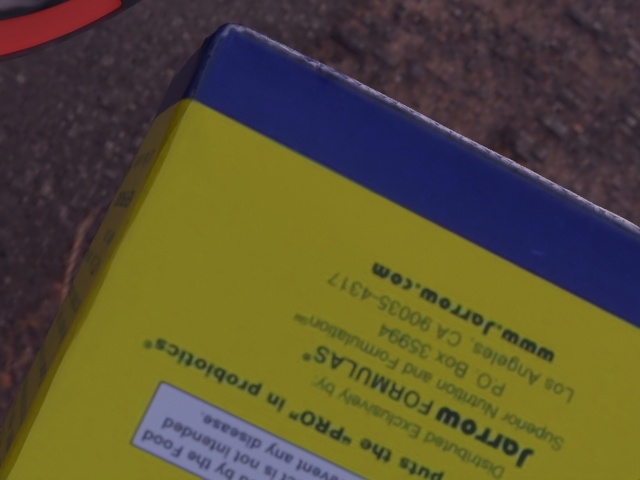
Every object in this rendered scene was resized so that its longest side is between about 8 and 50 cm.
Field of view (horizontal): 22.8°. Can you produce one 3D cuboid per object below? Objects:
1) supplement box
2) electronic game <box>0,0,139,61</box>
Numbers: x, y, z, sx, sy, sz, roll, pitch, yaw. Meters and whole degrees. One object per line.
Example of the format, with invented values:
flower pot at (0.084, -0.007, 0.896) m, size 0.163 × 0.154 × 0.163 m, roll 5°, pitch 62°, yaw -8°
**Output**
supplement box at (-0.034, 0.137, 0.526) m, size 0.195 × 0.357 × 0.194 m, roll 27°, pitch -3°, yaw -9°
electronic game at (-0.101, -0.146, 0.613) m, size 0.229 × 0.229 × 0.048 m, roll -17°, pitch 65°, yaw -44°
